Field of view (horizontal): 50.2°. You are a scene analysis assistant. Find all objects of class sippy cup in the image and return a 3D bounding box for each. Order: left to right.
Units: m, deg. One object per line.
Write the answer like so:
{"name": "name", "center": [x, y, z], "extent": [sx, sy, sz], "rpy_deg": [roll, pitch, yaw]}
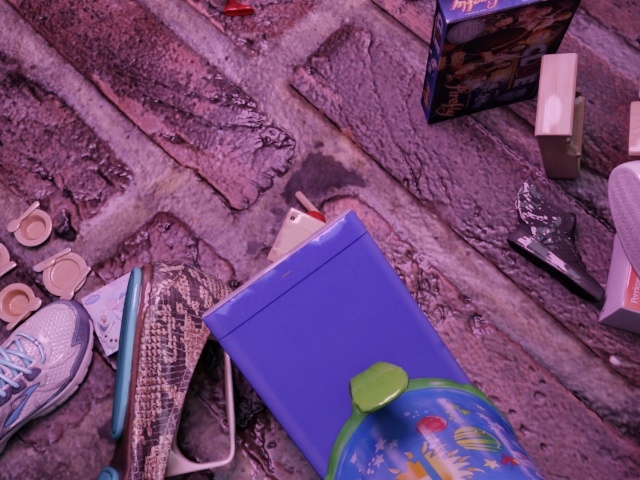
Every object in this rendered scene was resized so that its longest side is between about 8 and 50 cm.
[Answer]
{"name": "sippy cup", "center": [0.138, 0.280, 0.692], "extent": [0.305, 0.224, 0.240], "rpy_deg": [24, 89, -10]}

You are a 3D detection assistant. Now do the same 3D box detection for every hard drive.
{"name": "hard drive", "center": [0.041, 0.154, 0.800], "extent": [0.210, 0.040, 0.319], "rpy_deg": [-36, 99, -6]}

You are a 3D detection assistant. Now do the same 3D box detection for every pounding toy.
{"name": "pounding toy", "center": [0.000, 0.000, 0.888], "extent": [0.130, 0.141, 0.100], "rpy_deg": [26, 90, 4]}

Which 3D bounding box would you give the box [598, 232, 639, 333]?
{"name": "box", "center": [0.456, 0.058, 0.851], "extent": [0.170, 0.091, 0.130], "rpy_deg": [15, 74, 8]}

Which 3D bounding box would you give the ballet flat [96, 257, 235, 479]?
{"name": "ballet flat", "center": [-0.193, 0.262, 0.808], "extent": [0.182, 0.164, 0.483], "rpy_deg": [18, 72, -18]}

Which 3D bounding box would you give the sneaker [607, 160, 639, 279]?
{"name": "sneaker", "center": [0.461, 0.016, 0.766], "extent": [0.169, 0.108, 0.293], "rpy_deg": [-27, 83, -6]}

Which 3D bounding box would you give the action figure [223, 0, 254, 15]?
{"name": "action figure", "center": [-0.091, -0.499, 1.072], "extent": [0.139, 0.091, 0.281], "rpy_deg": [-4, 73, 9]}

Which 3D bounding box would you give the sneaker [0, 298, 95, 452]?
{"name": "sneaker", "center": [-0.398, 0.189, 0.851], "extent": [0.110, 0.122, 0.283], "rpy_deg": [35, 78, 13]}

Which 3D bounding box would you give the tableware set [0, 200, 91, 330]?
{"name": "tableware set", "center": [-0.414, 0.037, 0.956], "extent": [0.141, 0.020, 0.169], "rpy_deg": [-40, 73, -9]}

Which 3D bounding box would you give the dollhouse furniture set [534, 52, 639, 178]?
{"name": "dollhouse furniture set", "center": [0.402, -0.149, 0.846], "extent": [0.242, 0.161, 0.212], "rpy_deg": [3, 75, 24]}

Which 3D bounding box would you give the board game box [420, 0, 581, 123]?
{"name": "board game box", "center": [0.223, -0.243, 0.884], "extent": [0.165, 0.243, 0.042], "rpy_deg": [-14, 72, 0]}

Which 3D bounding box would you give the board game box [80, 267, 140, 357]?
{"name": "board game box", "center": [-0.265, 0.097, 0.925], "extent": [0.090, 0.020, 0.090], "rpy_deg": [-29, 74, -6]}

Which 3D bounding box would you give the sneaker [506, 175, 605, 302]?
{"name": "sneaker", "center": [0.317, -0.001, 0.900], "extent": [0.170, 0.051, 0.089], "rpy_deg": [38, 83, 18]}
